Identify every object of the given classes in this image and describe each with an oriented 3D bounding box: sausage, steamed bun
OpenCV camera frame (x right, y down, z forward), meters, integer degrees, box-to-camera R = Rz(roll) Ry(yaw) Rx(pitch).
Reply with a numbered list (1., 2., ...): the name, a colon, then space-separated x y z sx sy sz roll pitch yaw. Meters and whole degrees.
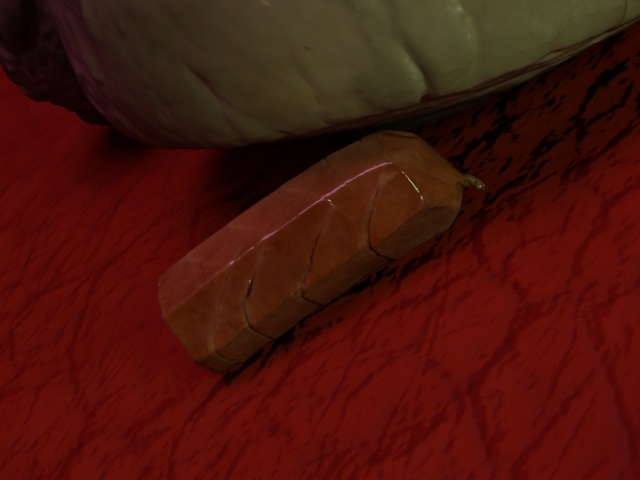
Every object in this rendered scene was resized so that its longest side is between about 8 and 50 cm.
1. sausage: 0.000 -0.001 0.815 0.169 0.065 0.065 -34 30 14
2. steamed bun: -0.014 -0.163 0.832 0.236 0.247 0.383 -33 20 -37

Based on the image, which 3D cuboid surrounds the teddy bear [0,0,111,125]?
1. teddy bear: -0.124 -0.212 1.084 0.151 0.236 0.267 11 73 27
